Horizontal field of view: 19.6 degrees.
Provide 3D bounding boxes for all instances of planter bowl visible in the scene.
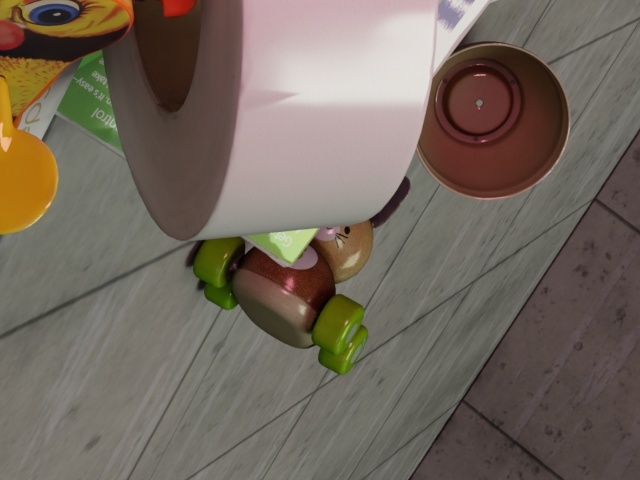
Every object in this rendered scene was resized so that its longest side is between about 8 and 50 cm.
[{"bbox_3d":[0.169,-0.133,1.912,0.162,0.162,0.109,-55,-169,12],"label":"planter bowl"}]

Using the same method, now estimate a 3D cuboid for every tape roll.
[{"bbox_3d":[-0.038,-0.142,0.959,0.100,0.286,0.286,-6,145,-20],"label":"tape roll"}]

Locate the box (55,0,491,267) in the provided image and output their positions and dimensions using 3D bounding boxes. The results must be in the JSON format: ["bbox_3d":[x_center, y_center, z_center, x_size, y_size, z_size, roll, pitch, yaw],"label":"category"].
[{"bbox_3d":[-0.014,-0.169,1.161,0.232,0.058,0.322,35,94,-34],"label":"box"}]

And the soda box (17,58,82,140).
[{"bbox_3d":[-0.210,-0.059,1.066,0.216,0.069,0.074,-58,164,25],"label":"soda box"}]

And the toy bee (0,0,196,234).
[{"bbox_3d":[-0.146,-0.101,0.874,0.298,0.162,0.195,178,-89,-70],"label":"toy bee"}]

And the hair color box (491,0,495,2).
[{"bbox_3d":[0.120,-0.269,1.369,0.338,0.110,0.185,-25,153,-32],"label":"hair color box"}]

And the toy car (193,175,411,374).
[{"bbox_3d":[0.000,0.000,1.708,0.188,0.155,0.149,-58,167,-13],"label":"toy car"}]
